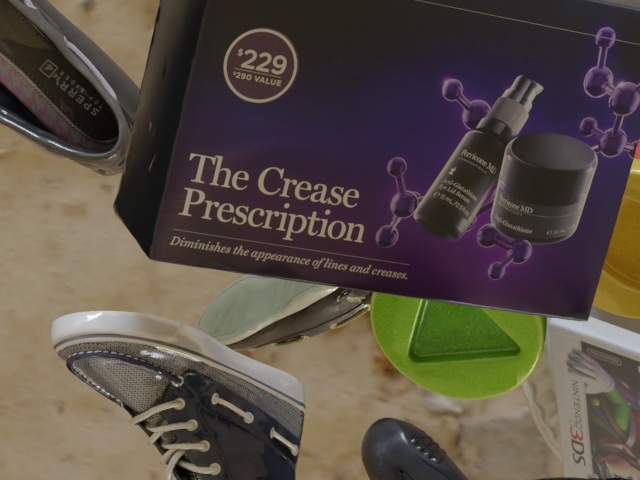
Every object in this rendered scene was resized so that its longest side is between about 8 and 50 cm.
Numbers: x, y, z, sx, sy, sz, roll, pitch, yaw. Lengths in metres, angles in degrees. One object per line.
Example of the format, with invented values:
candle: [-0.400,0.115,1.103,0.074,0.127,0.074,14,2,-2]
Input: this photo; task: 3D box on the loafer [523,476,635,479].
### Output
loafer: [0.093,0.165,1.012,0.078,0.223,0.076,23,63,-21]

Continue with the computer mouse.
computer mouse: [0.119,0.246,1.667,0.071,0.242,0.041,-51,159,14]

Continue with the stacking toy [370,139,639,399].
stacking toy: [0.118,-0.048,1.412,0.309,0.279,0.130,42,38,-8]

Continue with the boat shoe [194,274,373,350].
boat shoe: [-0.033,0.068,1.887,0.069,0.228,0.081,35,51,-29]

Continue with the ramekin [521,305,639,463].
ramekin: [0.287,0.079,1.491,0.273,0.127,0.272,-1,80,4]

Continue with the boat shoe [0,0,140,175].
boat shoe: [-0.277,-0.175,1.593,0.335,0.095,0.112,37,95,-2]

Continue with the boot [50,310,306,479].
boot: [-0.080,0.106,1.149,0.190,0.069,0.086,23,57,-38]

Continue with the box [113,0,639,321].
box: [0.038,-0.069,1.069,0.261,0.103,0.184,8,103,-20]

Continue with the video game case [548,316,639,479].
video game case: [0.239,0.140,1.271,0.022,0.190,0.173,-45,140,-34]
